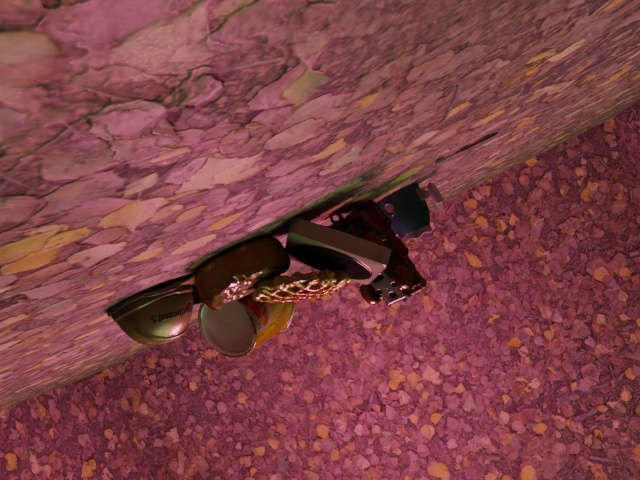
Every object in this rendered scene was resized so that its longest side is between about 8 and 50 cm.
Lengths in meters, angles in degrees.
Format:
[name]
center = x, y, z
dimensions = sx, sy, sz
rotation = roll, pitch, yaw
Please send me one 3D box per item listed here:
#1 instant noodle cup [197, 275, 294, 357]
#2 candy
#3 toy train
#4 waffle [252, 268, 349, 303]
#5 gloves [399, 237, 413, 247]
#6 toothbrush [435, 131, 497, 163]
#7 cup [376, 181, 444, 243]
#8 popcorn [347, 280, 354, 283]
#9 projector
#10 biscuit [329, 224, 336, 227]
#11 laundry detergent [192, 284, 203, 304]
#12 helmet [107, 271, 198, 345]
[instant noodle cup]
center = -0.237, 0.220, 1.568
dimensions = 0.264, 0.264, 0.200
rotation = -29, -177, 30
[candy]
center = -0.202, 0.084, 1.348
dimensions = 0.260, 0.118, 0.260
rotation = -28, 173, -4
[toy train]
center = 0.168, 0.032, 1.588
dimensions = 0.163, 0.369, 0.232
rotation = -31, -160, 37
[waffle]
center = -0.054, 0.128, 1.375
dimensions = 0.261, 0.056, 0.250
rotation = -6, 166, -8
[gloves]
center = 0.316, -0.074, 2.039
dimensions = 0.203, 0.155, 0.356
rotation = -35, 157, 17
[toothbrush]
center = 0.414, -0.262, 1.452
dimensions = 0.193, 0.013, 0.019
rotation = -26, -179, 4
[cup]
center = 0.302, -0.085, 1.776
dimensions = 0.167, 0.173, 0.299
rotation = -19, 171, -46
[popcorn]
center = 0.108, 0.080, 2.312
dimensions = 0.212, 0.259, 0.259
rotation = -45, 167, 25
[projector]
center = 0.037, 0.028, 1.365
dimensions = 0.259, 0.079, 0.257
rotation = 18, 162, -2
[biscuit]
center = 0.001, 0.002, 1.885
dimensions = 0.273, 0.049, 0.257
rotation = -30, 173, 19
[laundry detergent]
center = -0.374, 0.172, 1.675
dimensions = 0.096, 0.061, 0.206
rotation = -29, 175, 3
[helmet]
center = -0.410, 0.198, 1.352
dimensions = 0.257, 0.137, 0.204
rotation = -22, 174, -36
